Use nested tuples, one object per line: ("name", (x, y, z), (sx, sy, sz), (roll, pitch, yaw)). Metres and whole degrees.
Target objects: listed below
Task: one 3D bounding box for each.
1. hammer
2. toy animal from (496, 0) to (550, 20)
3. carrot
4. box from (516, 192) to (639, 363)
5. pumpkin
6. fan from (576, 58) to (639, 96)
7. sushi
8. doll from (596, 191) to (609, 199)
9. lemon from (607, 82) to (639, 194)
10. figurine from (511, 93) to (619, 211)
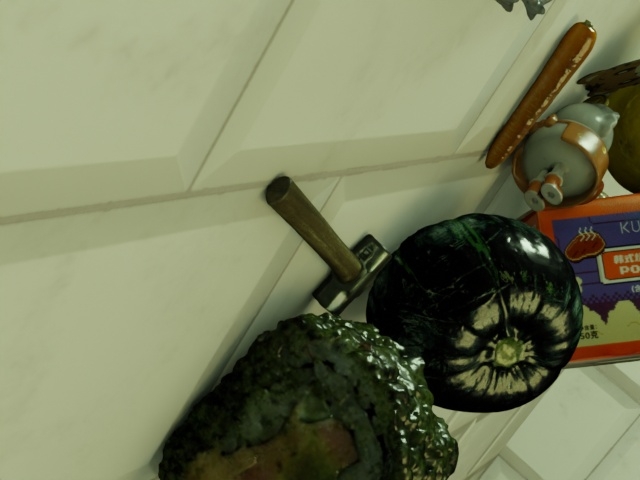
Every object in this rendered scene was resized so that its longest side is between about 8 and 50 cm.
("hammer", (0.000, 0.000, 1.300), (0.111, 0.043, 0.365), (-47, 158, -2))
("toy animal", (0.255, -0.314, 1.171), (0.205, 0.081, 0.367), (-56, 162, -13))
("carrot", (0.301, -0.197, 1.551), (0.043, 0.043, 0.248), (-14, 143, -57))
("box", (0.497, 0.070, 1.841), (0.349, 0.256, 0.318), (-6, 169, -3))
("pumpkin", (0.211, 0.096, 1.593), (0.315, 0.238, 0.315), (-12, 133, -13))
("fan", (0.509, -0.266, 1.719), (0.227, 0.008, 0.152), (-17, 169, 18))
("sushi", (-0.011, 0.274, 1.386), (0.352, 0.294, 0.178), (-46, 160, 16))
("doll", (0.507, 0.003, 2.129), (0.152, 0.196, 0.256), (-56, 165, 21))
("lemon", (0.579, -0.176, 1.882), (0.228, 0.228, 0.253), (-46, 160, -6))
("figurine", (0.372, -0.145, 1.692), (0.143, 0.143, 0.271), (99, 9, -55))
